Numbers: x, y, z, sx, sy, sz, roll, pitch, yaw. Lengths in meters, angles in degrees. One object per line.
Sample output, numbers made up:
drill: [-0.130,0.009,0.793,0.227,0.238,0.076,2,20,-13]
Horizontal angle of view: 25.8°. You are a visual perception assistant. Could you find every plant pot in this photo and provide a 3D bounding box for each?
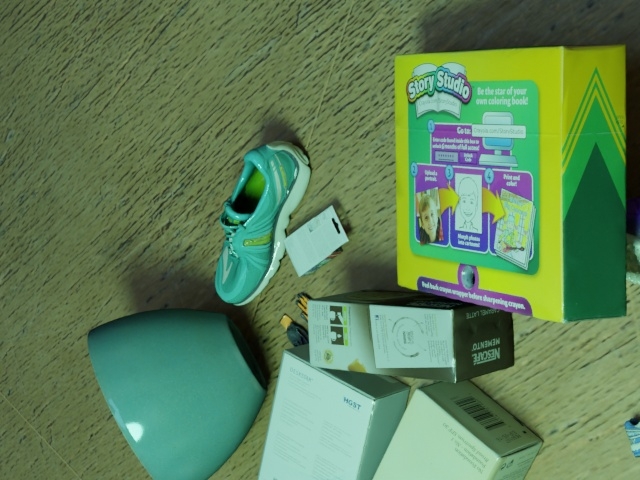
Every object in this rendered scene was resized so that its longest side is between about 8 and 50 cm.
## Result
plant pot: [-0.196,0.217,2.129,0.195,0.290,0.290,-29,74,2]

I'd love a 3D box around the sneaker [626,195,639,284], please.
sneaker: [0.430,-0.026,1.637,0.102,0.146,0.293,44,164,-22]

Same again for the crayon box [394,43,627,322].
crayon box: [0.226,-0.080,1.725,0.363,0.106,0.313,11,103,61]

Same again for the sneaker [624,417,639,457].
sneaker: [0.421,0.213,1.706,0.135,0.052,0.058,-41,65,36]

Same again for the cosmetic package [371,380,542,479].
cosmetic package: [0.157,0.358,1.915,0.160,0.113,0.309,38,118,31]

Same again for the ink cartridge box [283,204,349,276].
ink cartridge box: [0.000,0.000,2.057,0.115,0.029,0.063,-36,72,37]

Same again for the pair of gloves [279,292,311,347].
pair of gloves: [-0.026,0.125,2.109,0.074,0.010,0.083,49,125,25]

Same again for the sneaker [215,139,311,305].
sneaker: [-0.112,-0.028,2.097,0.107,0.110,0.275,35,118,32]

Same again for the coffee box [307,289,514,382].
coffee box: [0.120,0.125,1.895,0.246,0.141,0.098,2,97,41]

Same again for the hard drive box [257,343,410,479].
hard drive box: [0.015,0.291,2.044,0.181,0.089,0.232,26,113,36]
